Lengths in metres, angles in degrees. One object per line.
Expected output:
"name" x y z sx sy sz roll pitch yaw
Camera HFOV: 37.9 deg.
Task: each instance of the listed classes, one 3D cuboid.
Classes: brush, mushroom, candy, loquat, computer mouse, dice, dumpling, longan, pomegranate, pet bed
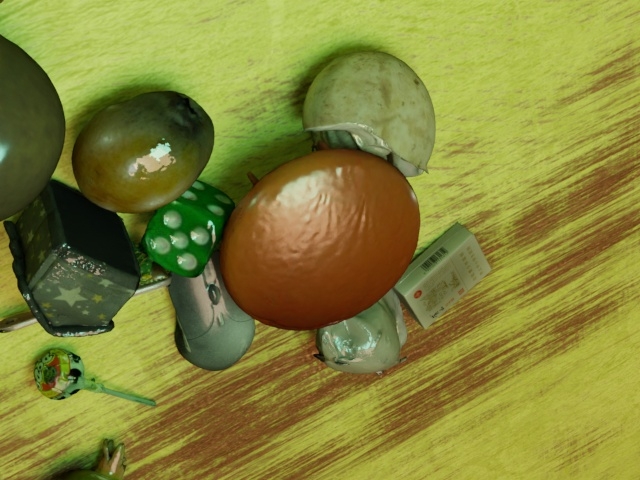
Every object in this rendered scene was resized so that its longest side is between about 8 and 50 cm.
"brush" -0.416 0.089 1.631 0.313 0.072 0.067 -18 106 -16
"mushroom" 0.084 -0.226 1.604 0.254 0.195 0.189 28 75 -35
"candy" -0.416 0.277 1.779 0.305 0.083 0.091 30 90 -50
"loquat" -0.272 -0.138 1.453 0.227 0.179 0.179 -23 133 -1
"computer mouse" -0.204 0.119 1.755 0.167 0.090 0.379 -22 131 -15
"dice" -0.223 -0.024 1.575 0.120 0.128 0.131 28 114 -3
"dumpling" 0.075 0.178 1.929 0.163 0.204 0.293 -26 159 32
"longan" -0.488 -0.151 1.237 0.297 0.297 0.297 -15 131 -19
"pomegranate" -0.456 0.525 1.862 0.198 0.198 0.246 8 107 -34
"pet bed" -0.403 0.037 1.488 0.159 0.211 0.183 -47 134 15

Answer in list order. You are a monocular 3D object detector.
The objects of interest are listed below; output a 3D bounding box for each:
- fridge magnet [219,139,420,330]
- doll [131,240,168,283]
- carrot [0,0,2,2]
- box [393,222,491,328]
"fridge magnet" 0.000 0.000 1.596 0.363 0.155 0.363 -12 127 -16
"doll" -0.305 0.036 1.574 0.078 0.113 0.076 -4 87 -21
"carrot" -0.505 -0.353 1.233 0.186 0.060 0.060 11 118 -38
"box" 0.258 0.076 1.983 0.201 0.058 0.141 -43 135 -6
